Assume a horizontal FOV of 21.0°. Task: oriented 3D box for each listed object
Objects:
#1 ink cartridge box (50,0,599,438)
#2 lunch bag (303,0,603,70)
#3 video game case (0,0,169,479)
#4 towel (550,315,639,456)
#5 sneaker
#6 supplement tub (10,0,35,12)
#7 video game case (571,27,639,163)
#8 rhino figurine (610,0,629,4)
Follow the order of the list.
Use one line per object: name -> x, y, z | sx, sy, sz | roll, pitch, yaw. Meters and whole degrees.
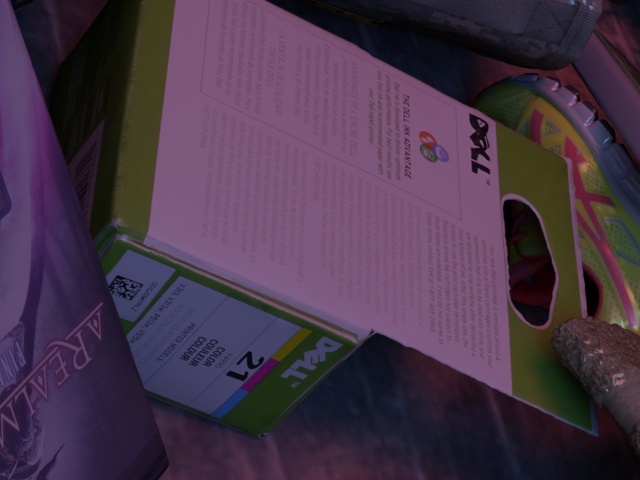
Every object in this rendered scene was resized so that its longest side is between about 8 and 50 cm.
ink cartridge box -> 0.000, 0.000, 0.819 | 0.255, 0.097, 0.189 | 25, 42, -23
lunch bag -> 0.040, -0.211, 0.966 | 0.235, 0.169, 0.287 | 19, 39, -6
video game case -> -0.147, 0.029, 0.604 | 0.196, 0.026, 0.274 | -50, 132, -47
towel -> 0.173, 0.082, 0.796 | 0.148, 0.027, 0.110 | 17, 27, -48
sneaker -> 0.129, -0.011, 0.929 | 0.094, 0.081, 0.208 | -32, 49, -6
supplement tub -> -0.217, -0.177, 0.703 | 0.235, 0.235, 0.325 | 46, 54, 9
video game case -> 0.224, -0.022, 0.946 | 0.193, 0.023, 0.212 | 39, 16, -25
rhino figurine -> 0.265, -0.197, 1.190 | 0.106, 0.073, 0.243 | 41, 43, -2
